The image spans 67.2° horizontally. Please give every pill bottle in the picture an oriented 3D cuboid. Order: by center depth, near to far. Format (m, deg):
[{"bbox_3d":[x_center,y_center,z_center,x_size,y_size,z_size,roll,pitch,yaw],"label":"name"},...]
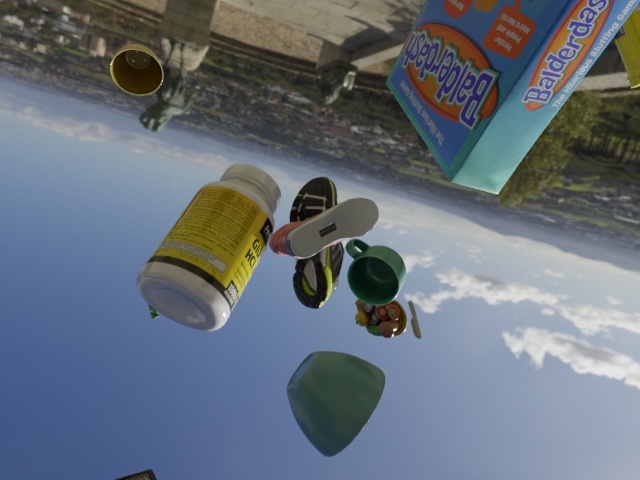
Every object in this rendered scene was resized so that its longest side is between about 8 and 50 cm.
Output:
[{"bbox_3d":[-0.208,0.001,0.991,0.188,0.333,0.187,16,143,12],"label":"pill bottle"}]

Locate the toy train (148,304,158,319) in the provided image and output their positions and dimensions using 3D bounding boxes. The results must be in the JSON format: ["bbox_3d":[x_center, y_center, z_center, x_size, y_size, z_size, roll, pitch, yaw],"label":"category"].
[{"bbox_3d":[-0.525,0.205,1.507,0.024,0.083,0.017,-17,174,-2],"label":"toy train"}]

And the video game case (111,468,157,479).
[{"bbox_3d":[-0.359,0.519,0.791,0.275,0.035,0.248,6,-155,-48],"label":"video game case"}]

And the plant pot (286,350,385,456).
[{"bbox_3d":[0.018,0.432,1.380,0.195,0.290,0.290,38,-174,-4],"label":"plant pot"}]

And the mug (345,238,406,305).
[{"bbox_3d":[0.137,0.064,1.150,0.130,0.157,0.097,0,-159,26],"label":"mug"}]

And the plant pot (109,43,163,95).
[{"bbox_3d":[-0.503,-0.483,1.324,0.134,0.134,0.095,12,-140,-29],"label":"plant pot"}]

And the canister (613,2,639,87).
[{"bbox_3d":[0.613,-0.389,0.923,0.126,0.169,0.073,-22,180,-41],"label":"canister"}]

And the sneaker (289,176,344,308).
[{"bbox_3d":[0.000,0.000,1.119,0.111,0.299,0.121,11,-164,25],"label":"sneaker"}]

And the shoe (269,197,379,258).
[{"bbox_3d":[0.005,-0.022,0.767,0.178,0.063,0.081,-25,-166,-30],"label":"shoe"}]

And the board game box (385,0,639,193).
[{"bbox_3d":[0.131,-0.164,0.332,0.047,0.210,0.160,9,-142,-22],"label":"board game box"}]

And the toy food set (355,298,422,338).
[{"bbox_3d":[0.177,0.230,1.404,0.218,0.128,0.071,1,-163,43],"label":"toy food set"}]
